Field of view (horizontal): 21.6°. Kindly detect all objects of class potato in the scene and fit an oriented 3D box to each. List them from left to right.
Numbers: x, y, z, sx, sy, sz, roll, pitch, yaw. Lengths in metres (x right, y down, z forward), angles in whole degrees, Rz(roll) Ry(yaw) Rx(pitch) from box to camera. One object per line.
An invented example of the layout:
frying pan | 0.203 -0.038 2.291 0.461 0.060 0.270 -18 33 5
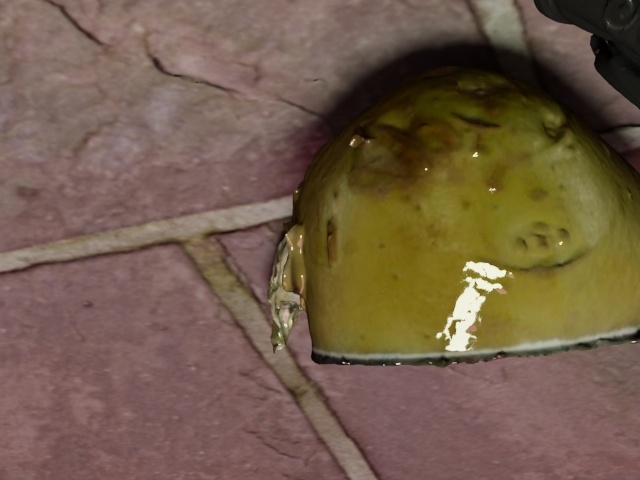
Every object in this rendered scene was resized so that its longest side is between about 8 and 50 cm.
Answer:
potato | 0.123 -0.021 1.169 0.246 0.196 0.299 1 -177 36

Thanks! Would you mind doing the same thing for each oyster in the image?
oyster | 0.000 0.002 1.324 0.106 0.061 0.200 39 128 -25

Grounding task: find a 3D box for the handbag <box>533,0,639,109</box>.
handbag | 0.275 -0.085 0.979 0.275 0.244 0.088 4 121 -44
